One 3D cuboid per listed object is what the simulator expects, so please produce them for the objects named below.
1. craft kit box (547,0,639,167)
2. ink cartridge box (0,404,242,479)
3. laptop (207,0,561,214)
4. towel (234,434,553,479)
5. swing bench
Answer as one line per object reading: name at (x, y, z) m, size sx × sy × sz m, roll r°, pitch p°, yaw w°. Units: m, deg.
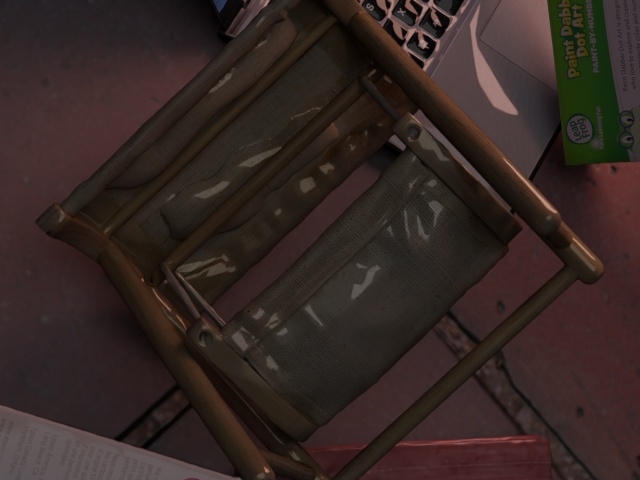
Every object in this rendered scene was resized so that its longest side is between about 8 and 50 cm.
craft kit box at (0.283, -0.181, 1.304) m, size 0.061 × 0.246 × 0.250 m, roll -27°, pitch 112°, yaw -58°
ink cartridge box at (-0.162, 0.154, 1.130) m, size 0.371 × 0.176 × 0.069 m, roll 20°, pitch 75°, yaw -4°
laptop at (0.092, -0.298, 1.307) m, size 0.408 × 0.236 × 0.382 m, roll 34°, pitch 70°, yaw -7°
towel at (0.065, 0.304, 1.260) m, size 0.237 × 0.037 × 0.329 m, roll -1°, pitch 78°, yaw -17°
swing bench at (0.000, 0.000, 1.193) m, size 0.253 × 0.165 × 0.255 m, roll -42°, pitch 67°, yaw 4°
